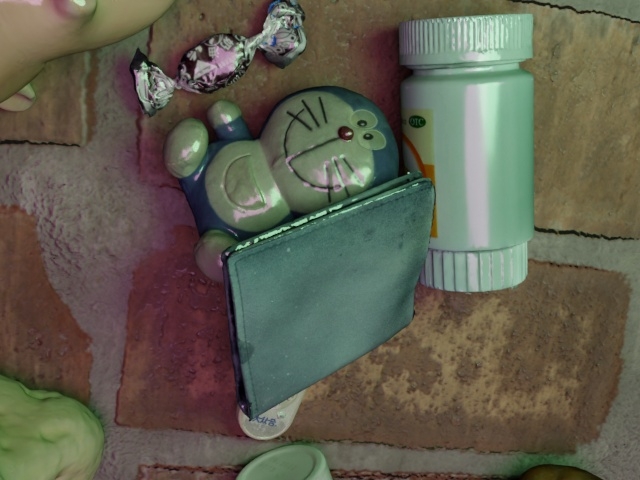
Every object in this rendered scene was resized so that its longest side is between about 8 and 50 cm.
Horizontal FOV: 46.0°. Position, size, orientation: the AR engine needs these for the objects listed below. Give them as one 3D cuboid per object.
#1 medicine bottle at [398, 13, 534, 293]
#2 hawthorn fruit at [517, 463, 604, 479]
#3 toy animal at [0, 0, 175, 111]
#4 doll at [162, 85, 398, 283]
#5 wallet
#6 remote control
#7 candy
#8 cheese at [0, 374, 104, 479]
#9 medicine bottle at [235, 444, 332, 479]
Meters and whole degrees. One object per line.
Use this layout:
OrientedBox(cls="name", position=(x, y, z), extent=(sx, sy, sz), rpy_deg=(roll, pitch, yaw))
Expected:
OrientedBox(cls="medicine bottle", position=(0.177, -0.105, 0.909), extent=(0.158, 0.158, 0.318), rpy_deg=(-6, 103, -7))
OrientedBox(cls="hawthorn fruit", position=(0.348, 0.441, 1.057), extent=(0.199, 0.199, 0.251), rpy_deg=(-31, 119, -1))
OrientedBox(cls="toy animal", position=(-0.302, -0.268, 0.774), extent=(0.326, 0.269, 0.237), rpy_deg=(-32, 109, -34))
OrientedBox(cls="doll", position=(-0.035, -0.075, 0.879), extent=(0.258, 0.154, 0.228), rpy_deg=(-23, 75, 6))
OrientedBox(cls="wallet", position=(0.009, 0.071, 0.868), extent=(0.251, 0.054, 0.290), rpy_deg=(-26, 144, -22))
OrientedBox(cls="remote control", position=(-0.046, 0.161, 0.995), extent=(0.078, 0.042, 0.221), rpy_deg=(20, 99, -20))
OrientedBox(cls="candy", position=(-0.119, -0.221, 0.895), extent=(0.226, 0.051, 0.094), rpy_deg=(-27, 95, -4))
OrientedBox(cls="cheese", position=(-0.412, 0.251, 0.914), extent=(0.248, 0.251, 0.174), rpy_deg=(35, 112, 21))
OrientedBox(cls="medicine bottle", position=(-0.008, 0.458, 1.025), extent=(0.130, 0.130, 0.341), rpy_deg=(-17, 105, -5))
